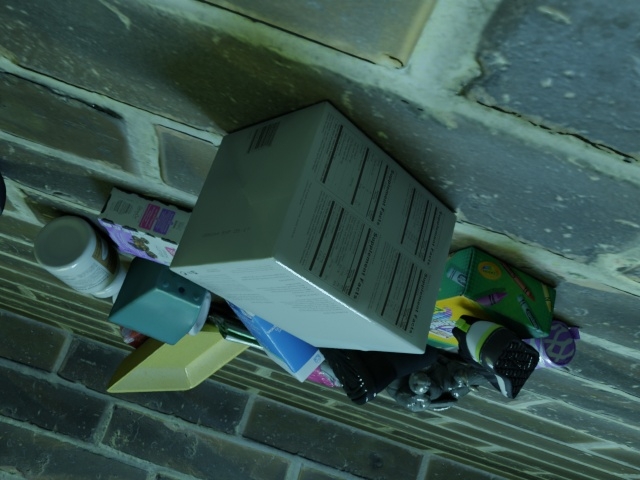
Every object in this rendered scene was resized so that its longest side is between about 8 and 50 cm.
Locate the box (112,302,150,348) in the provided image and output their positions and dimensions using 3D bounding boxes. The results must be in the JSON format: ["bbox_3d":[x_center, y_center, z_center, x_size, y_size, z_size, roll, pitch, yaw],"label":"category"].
[{"bbox_3d":[-0.483,0.250,1.858,0.123,0.128,0.257,-26,153,-2],"label":"box"}]

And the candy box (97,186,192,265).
[{"bbox_3d":[-0.290,-0.009,1.189,0.196,0.070,0.165,17,159,4],"label":"candy box"}]

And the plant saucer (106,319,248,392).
[{"bbox_3d":[-0.395,0.320,1.831,0.333,0.080,0.333,-37,152,22],"label":"plant saucer"}]

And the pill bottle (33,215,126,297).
[{"bbox_3d":[-0.531,0.047,1.443,0.131,0.131,0.229,14,159,12],"label":"pill bottle"}]

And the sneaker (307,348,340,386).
[{"bbox_3d":[0.010,0.323,1.700,0.103,0.111,0.252,15,171,12],"label":"sneaker"}]

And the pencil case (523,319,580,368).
[{"bbox_3d":[0.352,0.188,1.142,0.088,0.086,0.206,-10,177,-31],"label":"pencil case"}]

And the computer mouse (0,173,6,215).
[{"bbox_3d":[-0.657,-0.150,1.157,0.189,0.072,0.272,12,146,22],"label":"computer mouse"}]

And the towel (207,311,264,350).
[{"bbox_3d":[-0.161,0.251,1.656,0.248,0.038,0.325,20,174,-16],"label":"towel"}]

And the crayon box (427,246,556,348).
[{"bbox_3d":[0.216,0.103,1.038,0.165,0.081,0.278,25,158,-19],"label":"crayon box"}]

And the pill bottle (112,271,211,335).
[{"bbox_3d":[-0.401,0.153,1.612,0.222,0.124,0.124,16,159,7],"label":"pill bottle"}]

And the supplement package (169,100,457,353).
[{"bbox_3d":[0.000,0.000,0.796,0.199,0.197,0.263,-6,148,46],"label":"supplement package"}]

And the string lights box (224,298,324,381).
[{"bbox_3d":[-0.106,0.166,1.315,0.133,0.077,0.259,25,152,49],"label":"string lights box"}]

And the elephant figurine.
[{"bbox_3d":[0.280,0.326,1.470,0.240,0.169,0.186,12,-166,-30],"label":"elephant figurine"}]

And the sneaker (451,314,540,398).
[{"bbox_3d":[0.263,0.166,0.971,0.097,0.084,0.234,31,169,38],"label":"sneaker"}]

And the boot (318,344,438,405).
[{"bbox_3d":[0.093,0.155,1.179,0.246,0.207,0.094,60,142,8],"label":"boot"}]

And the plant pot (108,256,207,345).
[{"bbox_3d":[-0.334,0.106,1.404,0.166,0.165,0.234,26,150,-20],"label":"plant pot"}]
